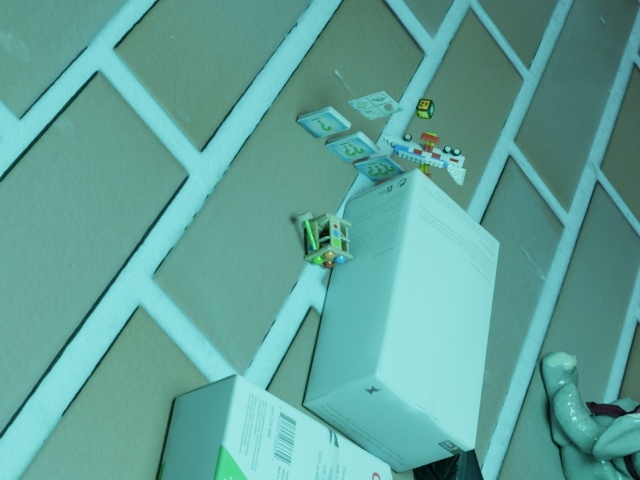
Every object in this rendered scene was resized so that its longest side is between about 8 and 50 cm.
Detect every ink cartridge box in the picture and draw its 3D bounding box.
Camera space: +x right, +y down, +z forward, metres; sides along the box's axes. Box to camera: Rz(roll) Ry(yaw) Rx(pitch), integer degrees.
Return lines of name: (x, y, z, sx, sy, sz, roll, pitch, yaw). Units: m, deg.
ink cartridge box: (-0.055, 0.328, 1.629, 0.289, 0.121, 0.211, 36, 47, -32)

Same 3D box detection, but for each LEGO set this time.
LEGO set: (0.101, -0.142, 1.970, 0.182, 0.244, 0.060, 38, 58, -32)

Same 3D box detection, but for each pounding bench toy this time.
pounding bench toy: (0.000, 0.000, 1.923, 0.083, 0.052, 0.065, 22, 55, -41)

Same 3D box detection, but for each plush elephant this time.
plush elephant: (0.530, 0.333, 2.195, 0.272, 0.255, 0.330, 40, 45, -28)

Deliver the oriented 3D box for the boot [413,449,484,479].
boot: (0.242, 0.378, 1.966, 0.207, 0.094, 0.247, 13, 68, -41)

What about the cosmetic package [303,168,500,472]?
cosmetic package: (0.127, 0.115, 1.931, 0.217, 0.156, 0.385, 41, 46, -28)
